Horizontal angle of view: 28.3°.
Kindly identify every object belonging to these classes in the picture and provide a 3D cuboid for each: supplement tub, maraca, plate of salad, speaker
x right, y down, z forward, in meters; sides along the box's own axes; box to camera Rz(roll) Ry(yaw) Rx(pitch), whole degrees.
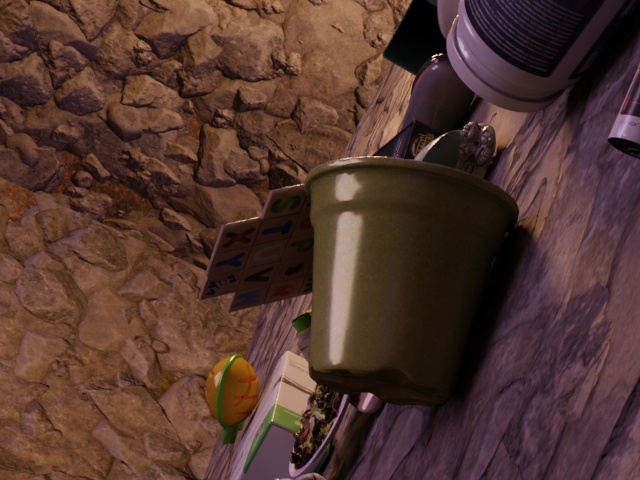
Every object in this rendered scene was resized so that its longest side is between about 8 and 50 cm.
[{"bbox_3d":[0.286,-0.307,1.559,0.272,0.191,0.191,122,171,-49],"label":"supplement tub"},{"bbox_3d":[-0.165,0.300,2.393,0.127,0.099,0.186,-52,-33,-49],"label":"maraca"},{"bbox_3d":[-0.007,0.279,2.002,0.200,0.048,0.200,-57,10,16],"label":"plate of salad"},{"bbox_3d":[0.326,-0.146,1.218,0.055,0.055,0.136,163,132,-82],"label":"speaker"}]

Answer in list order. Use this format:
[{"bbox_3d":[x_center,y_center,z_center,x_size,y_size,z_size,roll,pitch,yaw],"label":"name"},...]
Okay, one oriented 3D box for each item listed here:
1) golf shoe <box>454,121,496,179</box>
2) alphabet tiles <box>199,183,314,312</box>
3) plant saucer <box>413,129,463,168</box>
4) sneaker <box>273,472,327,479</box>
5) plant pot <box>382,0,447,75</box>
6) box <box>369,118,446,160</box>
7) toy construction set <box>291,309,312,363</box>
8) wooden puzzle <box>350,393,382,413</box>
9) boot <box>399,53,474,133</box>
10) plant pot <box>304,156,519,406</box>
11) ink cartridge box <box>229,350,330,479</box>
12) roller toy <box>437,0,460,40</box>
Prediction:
[{"bbox_3d":[0.226,-0.093,1.942,0.176,0.069,0.086,-64,-18,8],"label":"golf shoe"},{"bbox_3d":[0.000,0.000,1.795,0.011,0.342,0.285,63,150,28],"label":"alphabet tiles"},{"bbox_3d":[0.167,-0.084,1.954,0.195,0.037,0.195,-40,-37,-38],"label":"plant saucer"},{"bbox_3d":[-0.041,0.407,2.011,0.258,0.091,0.094,149,145,-79],"label":"sneaker"},{"bbox_3d":[0.260,-0.445,2.548,0.166,0.165,0.234,-60,1,42],"label":"plant pot"},{"bbox_3d":[0.094,-0.021,2.139,0.293,0.073,0.296,-34,36,66],"label":"box"},{"bbox_3d":[0.091,0.097,1.833,0.327,0.151,0.215,-44,-3,27],"label":"toy construction set"},{"bbox_3d":[0.102,0.164,2.023,0.221,0.044,0.238,-65,10,-4],"label":"wooden puzzle"},{"bbox_3d":[0.190,-0.152,2.293,0.338,0.118,0.223,108,175,-46],"label":"boot"},{"bbox_3d":[0.093,0.064,1.582,0.276,0.276,0.254,131,152,-70],"label":"plant pot"},{"bbox_3d":[-0.067,0.360,2.277,0.211,0.121,0.289,-62,5,21],"label":"ink cartridge box"},{"bbox_3d":[0.280,-0.400,2.015,0.209,0.146,0.191,49,-125,-64],"label":"roller toy"}]
